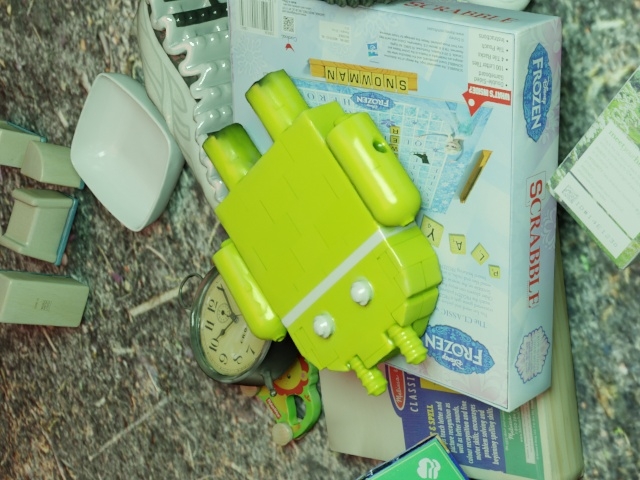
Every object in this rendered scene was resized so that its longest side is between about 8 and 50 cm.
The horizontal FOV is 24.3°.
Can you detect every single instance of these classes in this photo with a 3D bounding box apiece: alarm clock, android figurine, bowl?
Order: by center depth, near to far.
[{"bbox_3d":[0.000,0.000,1.251,0.248,0.056,0.272,-42,74,46],"label":"android figurine"},{"bbox_3d":[-0.084,0.076,1.515,0.192,0.064,0.129,25,99,43],"label":"alarm clock"},{"bbox_3d":[-0.197,-0.098,1.592,0.142,0.053,0.142,46,131,25],"label":"bowl"}]

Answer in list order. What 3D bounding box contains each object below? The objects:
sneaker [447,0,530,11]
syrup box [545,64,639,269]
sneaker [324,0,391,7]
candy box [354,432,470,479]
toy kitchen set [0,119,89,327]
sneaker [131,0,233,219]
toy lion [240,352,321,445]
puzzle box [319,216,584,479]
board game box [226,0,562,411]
[{"bbox_3d":[0.078,-0.247,1.265,0.240,0.091,0.126,43,156,18],"label":"sneaker"},{"bbox_3d":[0.279,-0.094,1.088,0.093,0.096,0.237,50,132,19],"label":"syrup box"},{"bbox_3d":[0.072,-0.289,1.169,0.125,0.262,0.104,46,174,40],"label":"sneaker"},{"bbox_3d":[0.115,0.376,1.345,0.317,0.122,0.268,53,151,18],"label":"candy box"},{"bbox_3d":[-0.351,-0.023,1.752,0.166,0.122,0.207,23,98,39],"label":"toy kitchen set"},{"bbox_3d":[-0.110,-0.132,1.469,0.118,0.110,0.292,-38,68,52],"label":"sneaker"},{"bbox_3d":[-0.032,0.146,1.527,0.096,0.034,0.100,-46,69,34],"label":"toy lion"},{"bbox_3d":[0.094,0.012,1.340,0.272,0.052,0.408,4,106,44],"label":"puzzle box"},{"bbox_3d":[0.055,-0.051,1.263,0.319,0.066,0.317,19,119,41],"label":"board game box"}]
